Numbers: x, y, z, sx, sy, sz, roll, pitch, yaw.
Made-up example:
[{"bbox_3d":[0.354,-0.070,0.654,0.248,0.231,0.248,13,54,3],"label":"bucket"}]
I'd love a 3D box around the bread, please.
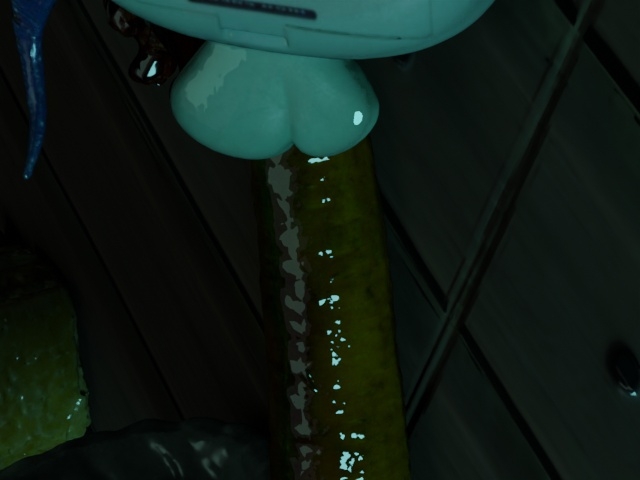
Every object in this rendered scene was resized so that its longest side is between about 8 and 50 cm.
[{"bbox_3d":[-0.268,0.094,1.126,0.102,0.196,0.138,29,126,51],"label":"bread"}]

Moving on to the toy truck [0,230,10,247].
[{"bbox_3d":[-0.269,0.052,1.236,0.065,0.079,0.147,47,146,43],"label":"toy truck"}]

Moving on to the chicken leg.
[{"bbox_3d":[-0.066,-0.109,0.731,0.219,0.048,0.089,-141,51,-70],"label":"chicken leg"}]

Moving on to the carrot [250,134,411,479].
[{"bbox_3d":[0.000,0.000,0.695,0.066,0.066,0.314,21,120,59],"label":"carrot"}]

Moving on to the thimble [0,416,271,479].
[{"bbox_3d":[-0.094,0.212,0.797,0.205,0.250,0.171,1,114,20],"label":"thimble"}]

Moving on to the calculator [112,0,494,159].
[{"bbox_3d":[-0.015,-0.158,0.535,0.184,0.042,0.295,10,119,17],"label":"calculator"}]

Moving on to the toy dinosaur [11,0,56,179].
[{"bbox_3d":[-0.124,-0.202,0.794,0.144,0.076,0.329,58,134,39],"label":"toy dinosaur"}]
